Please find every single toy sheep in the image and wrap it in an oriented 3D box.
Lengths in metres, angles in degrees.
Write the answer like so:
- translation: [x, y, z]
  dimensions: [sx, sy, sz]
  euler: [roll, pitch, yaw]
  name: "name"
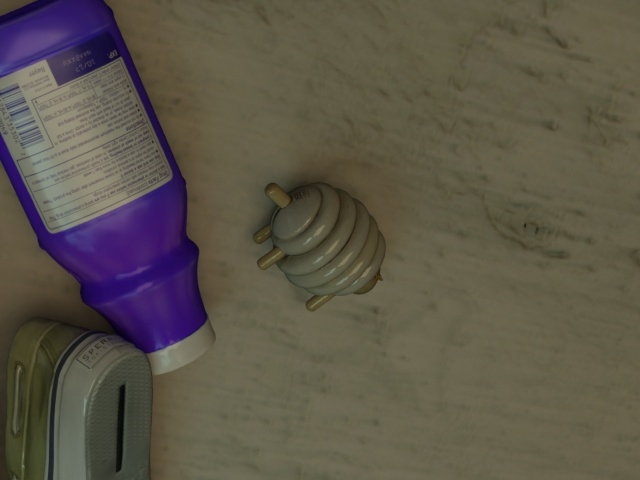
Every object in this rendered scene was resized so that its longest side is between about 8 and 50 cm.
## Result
- translation: [0.000, 0.000, 1.022]
  dimensions: [0.091, 0.091, 0.132]
  euler: [-49, 127, 1]
  name: "toy sheep"

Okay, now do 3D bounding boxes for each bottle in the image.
- translation: [-0.159, -0.038, 0.968]
  dimensions: [0.118, 0.092, 0.283]
  euler: [-25, 108, -9]
  name: "bottle"

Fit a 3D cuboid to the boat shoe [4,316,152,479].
- translation: [-0.190, 0.193, 1.017]
  dimensions: [0.109, 0.094, 0.302]
  euler: [-22, 129, -50]
  name: "boat shoe"
